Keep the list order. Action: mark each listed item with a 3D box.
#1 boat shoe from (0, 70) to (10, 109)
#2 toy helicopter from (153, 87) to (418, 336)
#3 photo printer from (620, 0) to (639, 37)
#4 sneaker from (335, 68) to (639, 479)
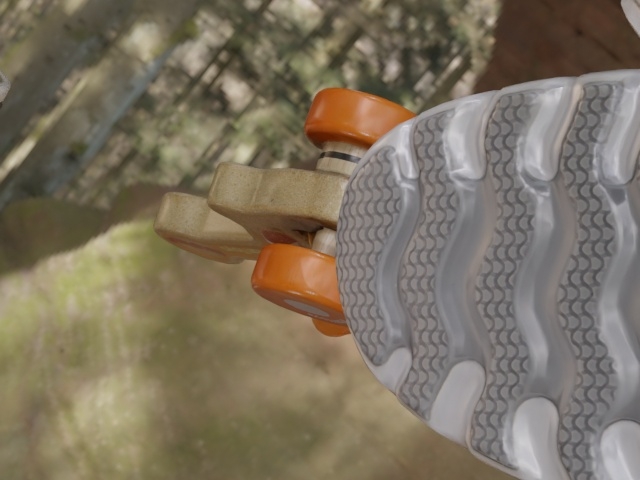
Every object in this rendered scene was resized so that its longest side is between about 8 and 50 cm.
[{"bbox_3d":[-0.347,-0.148,1.023,0.335,0.095,0.112,39,14,36],"label":"boat shoe"},{"bbox_3d":[0.000,0.000,1.058,0.235,0.140,0.355,25,-12,-35],"label":"toy helicopter"},{"bbox_3d":[0.357,-0.079,0.864,0.307,0.107,0.256,22,26,-23],"label":"photo printer"},{"bbox_3d":[0.143,0.017,0.356,0.281,0.105,0.115,5,2,15],"label":"sneaker"}]
